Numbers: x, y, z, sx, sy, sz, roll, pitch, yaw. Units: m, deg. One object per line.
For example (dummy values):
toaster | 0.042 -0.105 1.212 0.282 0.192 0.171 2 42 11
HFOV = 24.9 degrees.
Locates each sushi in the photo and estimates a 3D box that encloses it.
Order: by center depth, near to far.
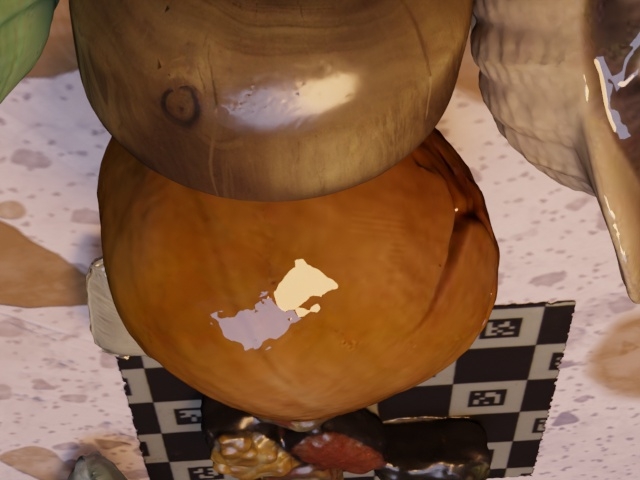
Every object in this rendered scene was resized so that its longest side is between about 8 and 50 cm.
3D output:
sushi | 0.022 0.169 1.210 0.359 0.064 0.343 -4 149 -2

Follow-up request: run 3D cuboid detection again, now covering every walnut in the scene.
walnut | 0.000 0.000 0.814 0.203 0.203 0.298 -21 163 25

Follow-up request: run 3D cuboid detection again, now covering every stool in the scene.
stool | -0.018 -0.160 0.557 0.179 0.179 0.264 -1 148 -4

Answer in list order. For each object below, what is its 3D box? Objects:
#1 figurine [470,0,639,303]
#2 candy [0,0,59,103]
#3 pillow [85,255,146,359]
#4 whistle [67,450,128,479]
figurine | 0.220 -0.121 0.629 0.332 0.204 0.185 -30 145 30
candy | -0.313 -0.058 0.638 0.398 0.263 0.172 -9 107 18
pillow | -0.047 0.045 1.010 0.229 0.051 0.128 0 149 -9
whistle | -0.207 0.315 1.342 0.189 0.189 0.348 8 133 -19
